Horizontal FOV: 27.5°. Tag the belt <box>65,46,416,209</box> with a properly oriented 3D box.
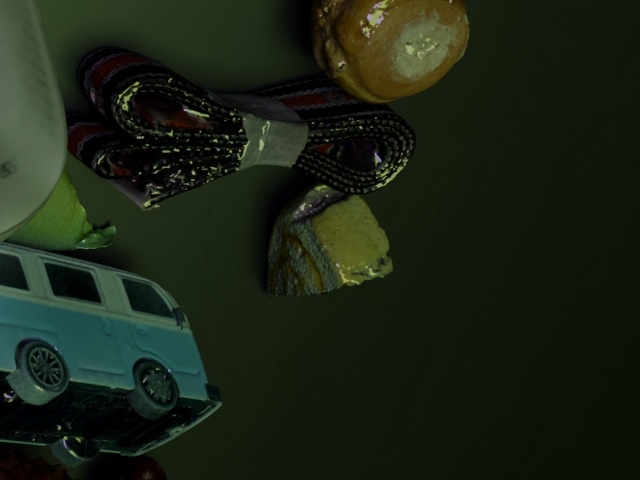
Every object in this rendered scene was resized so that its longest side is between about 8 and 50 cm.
[{"bbox_3d":[-0.065,-0.102,1.208,0.360,0.094,0.126,-4,116,-39],"label":"belt"}]

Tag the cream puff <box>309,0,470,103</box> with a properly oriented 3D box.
[{"bbox_3d":[0.059,-0.208,1.228,0.150,0.115,0.165,-46,144,2],"label":"cream puff"}]

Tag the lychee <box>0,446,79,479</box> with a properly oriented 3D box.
[{"bbox_3d":[-0.306,0.320,1.153,0.276,0.304,0.275,2,120,4],"label":"lychee"}]

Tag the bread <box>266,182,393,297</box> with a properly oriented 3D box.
[{"bbox_3d":[-0.004,-0.001,1.324,0.103,0.156,0.110,-23,96,-32],"label":"bread"}]

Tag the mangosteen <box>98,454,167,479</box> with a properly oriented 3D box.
[{"bbox_3d":[-0.191,0.260,1.335,0.081,0.081,0.081,-20,126,-29],"label":"mangosteen"}]

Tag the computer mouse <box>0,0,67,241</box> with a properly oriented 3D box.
[{"bbox_3d":[-0.292,-0.146,0.952,0.197,0.095,0.330,-26,114,-32],"label":"computer mouse"}]

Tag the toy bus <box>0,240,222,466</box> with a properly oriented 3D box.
[{"bbox_3d":[-0.228,0.094,1.137,0.133,0.164,0.271,-33,150,28],"label":"toy bus"}]

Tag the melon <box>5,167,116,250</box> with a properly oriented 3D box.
[{"bbox_3d":[-0.267,-0.058,1.121,0.262,0.053,0.114,42,68,-49],"label":"melon"}]
